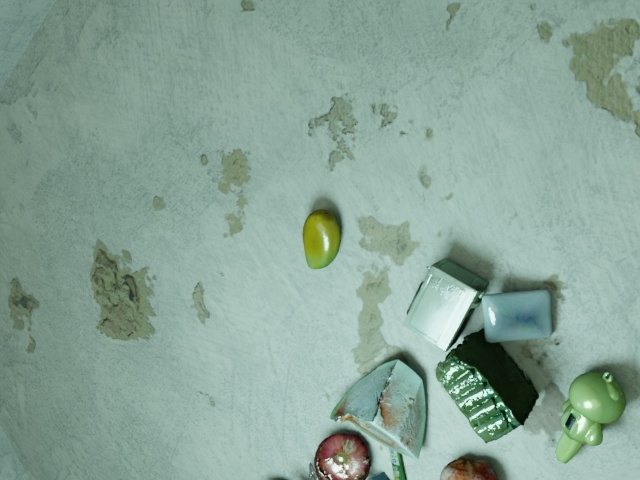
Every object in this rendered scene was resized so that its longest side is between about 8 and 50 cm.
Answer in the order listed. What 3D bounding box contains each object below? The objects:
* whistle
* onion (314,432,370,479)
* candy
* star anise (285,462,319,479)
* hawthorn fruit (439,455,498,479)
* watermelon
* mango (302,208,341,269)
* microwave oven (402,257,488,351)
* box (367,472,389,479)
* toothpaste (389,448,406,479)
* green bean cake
[{"bbox_3d":[0.693,0.452,1.544,0.141,0.141,0.294,19,127,26],"label":"whistle"},{"bbox_3d":[0.072,0.706,1.930,0.183,0.147,0.184,0,77,2],"label":"onion"},{"bbox_3d":[0.519,0.200,1.589,0.174,0.071,0.138,-6,104,10],"label":"candy"},{"bbox_3d":[-0.008,0.880,1.991,0.212,0.129,0.283,-2,87,0],"label":"star anise"},{"bbox_3d":[0.421,0.706,1.706,0.172,0.173,0.173,6,102,29],"label":"hawthorn fruit"},{"bbox_3d":[0.188,0.539,1.778,0.319,0.213,0.290,-32,84,18],"label":"watermelon"},{"bbox_3d":[0.000,0.000,1.857,0.130,0.092,0.195,26,115,22],"label":"mango"},{"bbox_3d":[0.348,0.175,1.669,0.163,0.129,0.205,33,113,23],"label":"microwave oven"},{"bbox_3d":[0.176,0.778,1.899,0.074,0.099,0.054,-45,62,29],"label":"box"},{"bbox_3d":[0.241,0.707,1.885,0.049,0.031,0.204,-8,97,31],"label":"toothpaste"},{"bbox_3d":[0.437,0.377,1.590,0.255,0.241,0.132,51,123,12],"label":"green bean cake"}]
